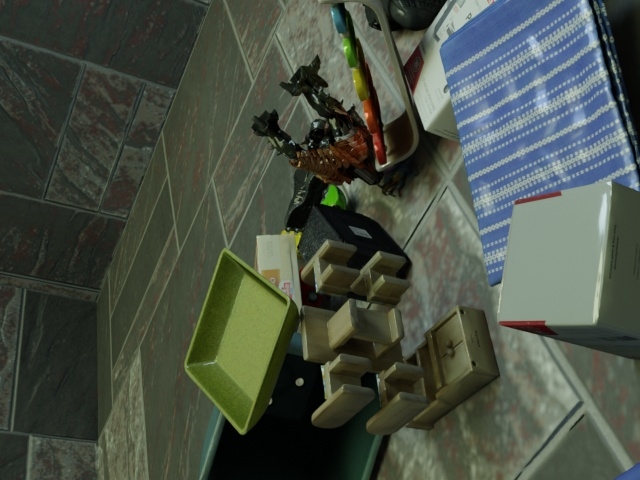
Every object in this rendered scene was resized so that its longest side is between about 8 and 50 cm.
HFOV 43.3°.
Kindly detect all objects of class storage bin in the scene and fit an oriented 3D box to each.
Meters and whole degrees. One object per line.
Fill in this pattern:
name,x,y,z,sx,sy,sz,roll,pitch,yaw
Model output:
storage bin,0.049,0.019,1.305,0.084,0.122,0.180,-68,26,17

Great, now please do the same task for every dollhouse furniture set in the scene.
dollhouse furniture set,0.076,0.150,1.039,0.161,0.242,0.212,-51,34,43

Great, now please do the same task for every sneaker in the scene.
sneaker,-0.030,-0.106,1.628,0.170,0.051,0.089,-60,29,21
sneaker,0.135,-0.411,1.398,0.286,0.109,0.130,-101,24,-54

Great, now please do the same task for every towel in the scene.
towel,0.249,-0.137,0.948,0.243,0.040,0.336,-28,67,52

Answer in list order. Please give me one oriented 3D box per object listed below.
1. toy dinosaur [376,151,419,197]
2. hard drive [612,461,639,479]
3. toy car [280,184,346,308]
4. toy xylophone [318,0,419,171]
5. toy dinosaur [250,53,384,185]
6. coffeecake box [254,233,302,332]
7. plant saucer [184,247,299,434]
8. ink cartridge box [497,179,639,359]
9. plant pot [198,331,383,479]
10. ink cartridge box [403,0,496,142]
toy dinosaur,0.125,-0.117,1.317,0.082,0.047,0.090,-58,14,-4
hard drive,0.316,0.297,0.698,0.319,0.040,0.210,-55,33,38
toy car,0.000,0.000,1.503,0.225,0.053,0.239,-62,29,28
toy xylophone,0.080,-0.275,1.236,0.236,0.081,0.323,-86,-22,-59
toy dinosaur,0.016,-0.167,1.302,0.164,0.218,0.322,-46,-1,1
coffeecake box,-0.077,0.087,1.406,0.185,0.068,0.143,107,158,-69
plant saucer,-0.098,0.129,1.066,0.188,0.045,0.189,32,106,51
ink cartridge box,0.279,0.035,0.750,0.128,0.176,0.128,-13,64,62
plant pot,-0.053,0.259,1.282,0.252,0.247,0.247,-140,66,-75
ink cartridge box,0.220,-0.267,1.129,0.218,0.092,0.159,-53,34,37
